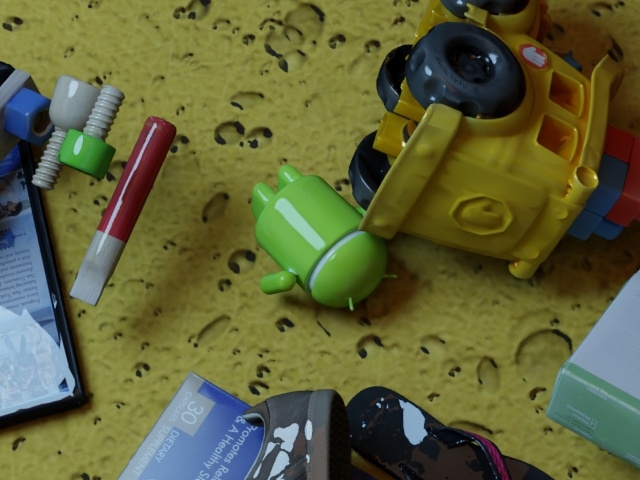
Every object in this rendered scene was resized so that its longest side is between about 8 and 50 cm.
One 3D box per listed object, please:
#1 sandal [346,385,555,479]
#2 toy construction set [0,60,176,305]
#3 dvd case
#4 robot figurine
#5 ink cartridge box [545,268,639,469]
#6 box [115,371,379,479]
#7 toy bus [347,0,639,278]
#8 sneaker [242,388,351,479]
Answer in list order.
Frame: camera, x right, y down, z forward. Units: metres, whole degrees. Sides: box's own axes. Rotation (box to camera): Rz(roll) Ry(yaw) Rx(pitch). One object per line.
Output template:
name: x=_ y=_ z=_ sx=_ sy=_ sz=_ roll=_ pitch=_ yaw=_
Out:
sandal: x=0.090 y=0.155 z=1.287 sx=0.179 sy=0.040 sz=0.067 roll=30 pitch=71 yaw=18
toy construction set: x=-0.286 y=-0.033 z=1.318 sx=0.309 sy=0.257 sz=0.237 roll=22 pitch=86 yaw=4
dvd case: x=-0.282 y=0.028 z=1.395 sx=0.180 sy=0.022 sz=0.253 roll=-15 pitch=64 yaw=-2
robot figurine: x=0.000 y=0.000 z=1.353 sx=0.101 sy=0.067 sz=0.115 roll=-36 pitch=67 yaw=-24
ink cartridge box: x=0.283 y=0.073 z=1.300 sx=0.171 sy=0.056 sz=0.235 roll=29 pitch=47 yaw=17
box: x=-0.031 y=0.199 z=1.283 sx=0.225 sy=0.036 sz=0.136 roll=28 pitch=71 yaw=16
toy bus: x=0.147 y=-0.086 z=1.340 sx=0.211 sy=0.149 sz=0.220 roll=20 pitch=49 yaw=-6
sneaker: x=-0.021 y=0.189 z=1.241 sx=0.071 sy=0.066 sz=0.188 roll=-7 pitch=59 yaw=20
